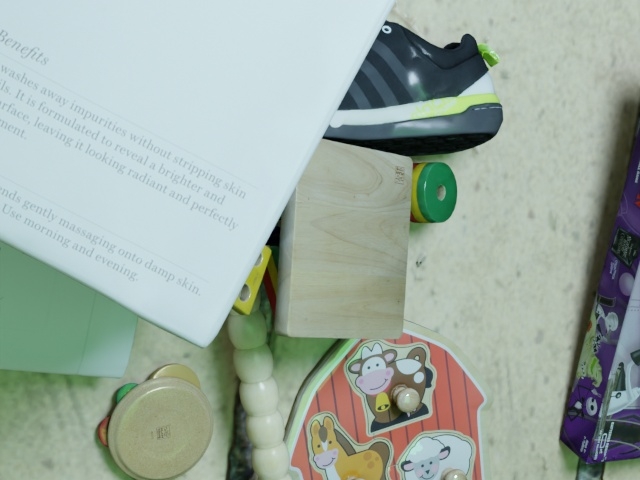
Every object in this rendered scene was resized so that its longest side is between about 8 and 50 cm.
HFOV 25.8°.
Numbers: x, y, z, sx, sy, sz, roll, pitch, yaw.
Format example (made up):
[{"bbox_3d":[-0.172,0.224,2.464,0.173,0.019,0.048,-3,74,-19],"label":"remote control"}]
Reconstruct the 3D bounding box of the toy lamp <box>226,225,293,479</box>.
[{"bbox_3d":[-0.042,0.128,1.010,0.080,0.080,0.274,-13,103,-23],"label":"toy lamp"}]

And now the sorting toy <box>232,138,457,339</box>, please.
[{"bbox_3d":[0.000,0.000,0.958,0.274,0.046,0.132,6,86,-53],"label":"sorting toy"}]

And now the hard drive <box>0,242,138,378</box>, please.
[{"bbox_3d":[-0.272,-0.040,0.872,0.353,0.047,0.233,8,102,-28],"label":"hard drive"}]

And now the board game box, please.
[{"bbox_3d":[0.329,0.018,1.149,0.208,0.056,0.346,-4,115,-29],"label":"board game box"}]

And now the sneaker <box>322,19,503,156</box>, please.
[{"bbox_3d":[0.024,-0.111,1.003,0.235,0.084,0.097,-3,79,-26],"label":"sneaker"}]

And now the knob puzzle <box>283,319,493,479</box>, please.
[{"bbox_3d":[0.057,0.150,1.093,0.213,0.030,0.213,-6,105,-24],"label":"knob puzzle"}]

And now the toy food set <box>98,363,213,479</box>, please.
[{"bbox_3d":[-0.117,0.135,1.009,0.083,0.020,0.083,-27,113,-18],"label":"toy food set"}]

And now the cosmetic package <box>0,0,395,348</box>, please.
[{"bbox_3d":[-0.058,-0.165,0.740,0.217,0.156,0.385,30,93,-4],"label":"cosmetic package"}]
